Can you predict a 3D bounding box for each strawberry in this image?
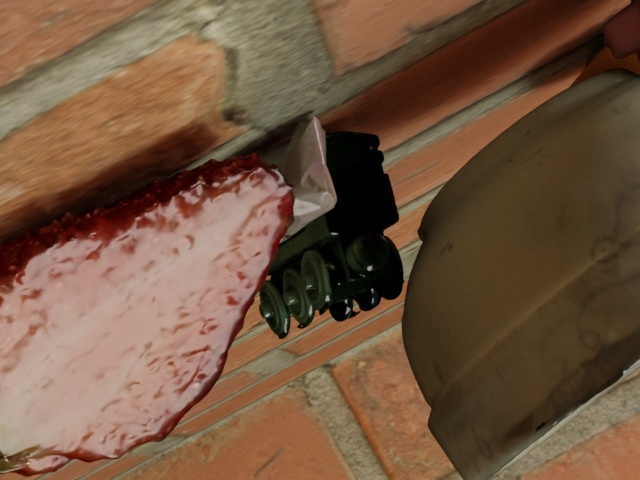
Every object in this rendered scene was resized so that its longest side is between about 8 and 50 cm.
[{"bbox_3d":[-0.129,0.033,0.956,0.236,0.107,0.175,-27,135,-15],"label":"strawberry"}]

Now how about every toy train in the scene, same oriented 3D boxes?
[{"bbox_3d":[0.000,0.000,1.121,0.071,0.111,0.170,-10,172,-21],"label":"toy train"}]

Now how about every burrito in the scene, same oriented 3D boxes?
[{"bbox_3d":[-0.074,-0.001,1.030,0.203,0.064,0.064,-31,171,12],"label":"burrito"}]

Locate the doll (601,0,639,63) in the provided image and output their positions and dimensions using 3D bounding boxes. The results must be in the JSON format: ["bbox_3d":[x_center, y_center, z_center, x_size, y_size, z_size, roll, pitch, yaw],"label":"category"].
[{"bbox_3d":[0.277,-0.165,1.053,0.211,0.093,0.262,-24,171,25],"label":"doll"}]

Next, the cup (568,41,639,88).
[{"bbox_3d":[0.318,-0.075,1.249,0.226,0.264,0.182,-39,165,-9],"label":"cup"}]

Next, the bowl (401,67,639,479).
[{"bbox_3d":[0.173,0.007,1.070,0.307,0.163,0.307,-34,167,-9],"label":"bowl"}]
